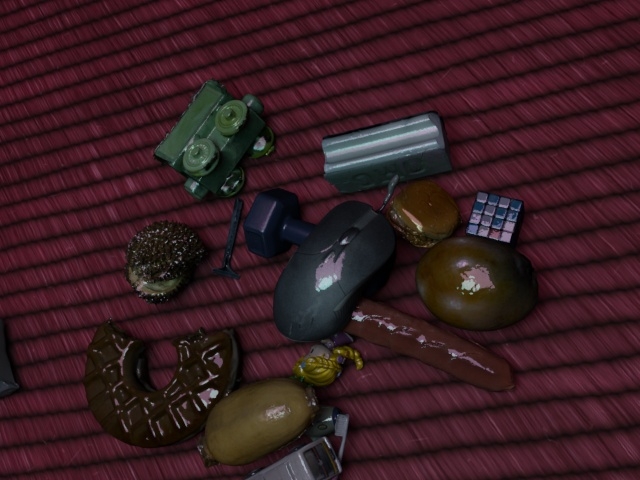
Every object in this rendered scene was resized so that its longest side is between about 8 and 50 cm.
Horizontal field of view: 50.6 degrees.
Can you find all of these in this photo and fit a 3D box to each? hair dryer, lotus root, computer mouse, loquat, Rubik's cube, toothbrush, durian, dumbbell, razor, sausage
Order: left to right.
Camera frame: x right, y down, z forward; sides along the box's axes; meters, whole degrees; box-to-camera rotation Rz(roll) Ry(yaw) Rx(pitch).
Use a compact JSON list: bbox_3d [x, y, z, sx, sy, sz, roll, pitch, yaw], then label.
[{"bbox_3d":[-0.340,0.046,1.516,0.196,0.196,0.167,-28,76,8],"label":"durian"},{"bbox_3d":[-0.205,-0.007,1.556,0.066,0.033,0.190,16,71,-24],"label":"razor"},{"bbox_3d":[-0.130,0.350,1.315,0.303,0.146,0.131,-31,102,27],"label":"lotus root"},{"bbox_3d":[-0.033,0.426,1.365,0.167,0.067,0.199,1,88,28],"label":"hair dryer"},{"bbox_3d":[0.000,0.000,1.423,0.316,0.156,0.144,20,111,23],"label":"dumbbell"},{"bbox_3d":[0.022,0.476,1.304,0.025,0.020,0.287,9,88,-5],"label":"toothbrush"},{"bbox_3d":[0.033,0.027,1.281,0.167,0.090,0.379,36,94,21],"label":"computer mouse"},{"bbox_3d":[0.173,0.187,1.317,0.433,0.088,0.088,21,81,12],"label":"sausage"},{"bbox_3d":[0.296,0.084,1.286,0.227,0.179,0.179,14,78,25],"label":"loquat"},{"bbox_3d":[0.348,-0.034,1.345,0.092,0.092,0.092,16,80,22],"label":"Rubik's cube"}]

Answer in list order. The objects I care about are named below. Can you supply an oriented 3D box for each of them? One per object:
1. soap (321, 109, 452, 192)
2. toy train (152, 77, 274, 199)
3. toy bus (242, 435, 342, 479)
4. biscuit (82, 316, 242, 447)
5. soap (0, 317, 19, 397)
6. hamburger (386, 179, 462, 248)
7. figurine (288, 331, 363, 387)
[{"bbox_3d":[0.139,-0.178,1.428,0.261,0.150,0.094,-12,67,15],"label":"soap"},{"bbox_3d":[-0.242,-0.229,1.573,0.188,0.159,0.272,32,86,34],"label":"toy train"},{"bbox_3d":[-0.090,0.471,1.306,0.268,0.106,0.092,-35,72,25],"label":"toy bus"},{"bbox_3d":[-0.346,0.308,1.460,0.366,0.115,0.268,0,74,20],"label":"biscuit"},{"bbox_3d":[-0.977,0.311,1.543,0.435,0.350,0.213,-26,68,12],"label":"soap"},{"bbox_3d":[0.213,-0.053,1.376,0.147,0.083,0.138,-32,72,-38],"label":"hamburger"},{"bbox_3d":[0.012,0.259,1.371,0.115,0.095,0.156,36,68,5],"label":"figurine"}]
